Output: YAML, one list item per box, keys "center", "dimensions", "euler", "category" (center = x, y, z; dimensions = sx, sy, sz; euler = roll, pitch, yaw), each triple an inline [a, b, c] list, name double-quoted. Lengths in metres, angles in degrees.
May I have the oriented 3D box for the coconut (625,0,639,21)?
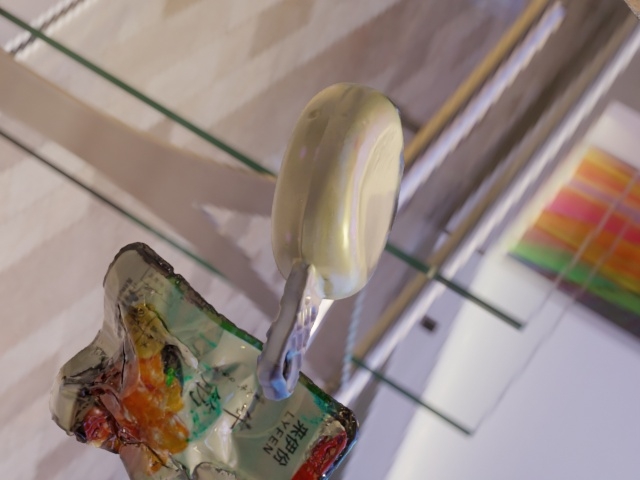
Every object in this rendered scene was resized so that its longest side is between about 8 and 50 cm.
- center: [0.194, -0.129, 0.621]
  dimensions: [0.116, 0.116, 0.122]
  euler: [-36, 154, -53]
  category: "coconut"

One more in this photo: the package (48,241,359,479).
- center: [-0.098, 0.123, 1.000]
  dimensions: [0.166, 0.232, 0.040]
  euler: [-56, 160, 17]
  category: "package"

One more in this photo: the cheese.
- center: [0.002, 0.002, 0.703]
  dimensions: [0.092, 0.048, 0.171]
  euler: [45, 55, -67]
  category: "cheese"
